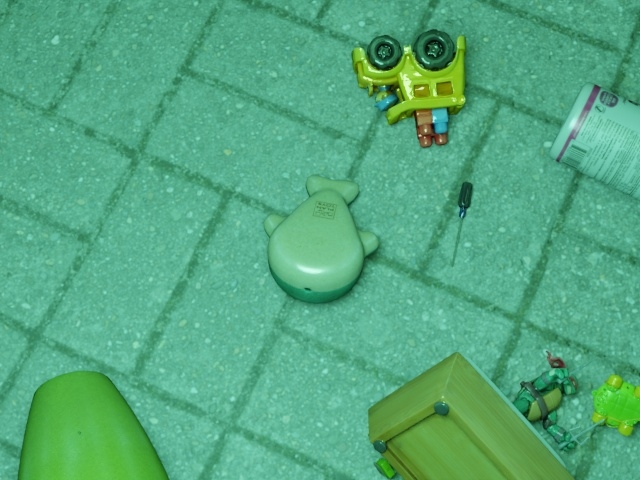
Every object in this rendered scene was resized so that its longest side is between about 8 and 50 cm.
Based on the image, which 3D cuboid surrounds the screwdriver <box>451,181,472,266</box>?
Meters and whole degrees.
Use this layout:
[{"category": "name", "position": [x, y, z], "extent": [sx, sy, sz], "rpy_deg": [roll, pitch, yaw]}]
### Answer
[{"category": "screwdriver", "position": [0.266, -0.030, 1.872], "extent": [0.024, 0.025, 0.170], "rpy_deg": [11, 82, 4]}]

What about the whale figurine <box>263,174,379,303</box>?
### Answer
[{"category": "whale figurine", "position": [0.000, 0.000, 1.820], "extent": [0.216, 0.141, 0.272], "rpy_deg": [9, 48, 3]}]

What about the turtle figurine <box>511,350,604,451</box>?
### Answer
[{"category": "turtle figurine", "position": [0.390, 0.295, 1.717], "extent": [0.234, 0.118, 0.175], "rpy_deg": [-31, 115, -11]}]

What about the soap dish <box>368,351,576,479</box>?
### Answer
[{"category": "soap dish", "position": [0.236, 0.350, 1.611], "extent": [0.291, 0.229, 0.118], "rpy_deg": [48, 39, -3]}]

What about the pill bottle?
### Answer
[{"category": "pill bottle", "position": [0.588, -0.168, 1.834], "extent": [0.283, 0.160, 0.160], "rpy_deg": [27, 75, 8]}]

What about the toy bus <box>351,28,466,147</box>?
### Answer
[{"category": "toy bus", "position": [0.176, -0.285, 1.898], "extent": [0.220, 0.149, 0.211], "rpy_deg": [-4, 88, 1]}]

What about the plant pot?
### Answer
[{"category": "plant pot", "position": [-0.391, 0.377, 1.638], "extent": [0.274, 0.275, 0.293], "rpy_deg": [-19, 57, -5]}]

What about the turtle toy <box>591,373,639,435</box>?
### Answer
[{"category": "turtle toy", "position": [0.541, 0.292, 1.736], "extent": [0.130, 0.066, 0.095], "rpy_deg": [23, 97, 5]}]

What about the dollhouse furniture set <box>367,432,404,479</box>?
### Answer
[{"category": "dollhouse furniture set", "position": [0.143, 0.398, 1.730], "extent": [0.076, 0.058, 0.152], "rpy_deg": [-35, 94, -17]}]
